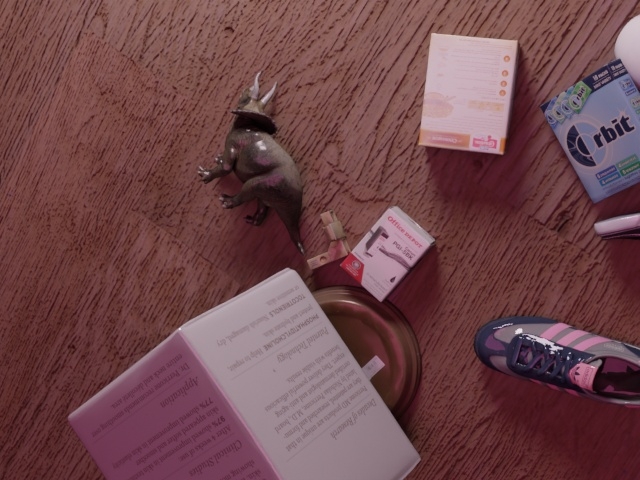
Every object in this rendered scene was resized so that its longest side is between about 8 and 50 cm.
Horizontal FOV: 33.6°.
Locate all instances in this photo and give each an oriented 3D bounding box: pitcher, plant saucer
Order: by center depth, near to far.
[{"bbox_3d":[0.547,-0.241,1.626,0.207,0.125,0.177,46,139,36],"label":"pitcher"},{"bbox_3d":[0.038,0.218,1.866,0.278,0.041,0.277,1,95,14],"label":"plant saucer"}]

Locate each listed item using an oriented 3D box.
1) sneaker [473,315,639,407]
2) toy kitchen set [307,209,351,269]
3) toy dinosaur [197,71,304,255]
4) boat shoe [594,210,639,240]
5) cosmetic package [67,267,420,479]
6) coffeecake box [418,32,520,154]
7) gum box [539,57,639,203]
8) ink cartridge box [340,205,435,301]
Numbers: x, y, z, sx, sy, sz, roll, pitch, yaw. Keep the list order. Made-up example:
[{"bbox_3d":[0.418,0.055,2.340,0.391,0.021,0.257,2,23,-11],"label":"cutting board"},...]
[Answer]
[{"bbox_3d":[0.402,0.196,1.718,0.319,0.131,0.112,9,98,14],"label":"sneaker"},{"bbox_3d":[0.000,0.000,1.839,0.075,0.068,0.083,-23,89,16],"label":"toy kitchen set"},{"bbox_3d":[-0.103,-0.117,1.831,0.160,0.121,0.313,-31,83,29],"label":"toy dinosaur"},{"bbox_3d":[0.557,-0.015,1.688,0.229,0.080,0.076,-9,92,8],"label":"boat shoe"},{"bbox_3d":[-0.122,0.323,1.733,0.329,0.327,0.393,-37,85,33],"label":"cosmetic package"},{"bbox_3d":[0.246,-0.241,1.749,0.142,0.068,0.185,8,97,14],"label":"coffeecake box"},{"bbox_3d":[0.452,-0.169,1.671,0.184,0.041,0.157,61,145,3],"label":"gum box"},{"bbox_3d":[0.116,0.022,1.816,0.099,0.056,0.135,41,105,9],"label":"ink cartridge box"}]
